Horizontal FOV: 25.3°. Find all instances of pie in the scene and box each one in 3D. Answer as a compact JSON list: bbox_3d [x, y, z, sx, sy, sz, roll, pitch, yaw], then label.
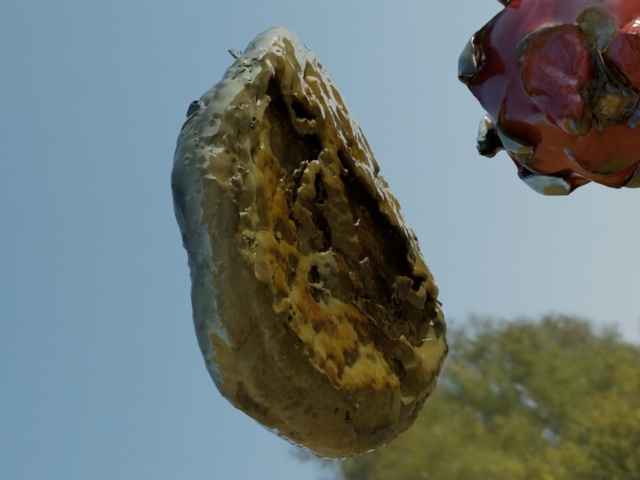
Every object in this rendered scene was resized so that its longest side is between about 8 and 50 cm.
[{"bbox_3d":[-0.001,0.000,1.034,0.339,0.077,0.339,45,-144,-48],"label":"pie"}]

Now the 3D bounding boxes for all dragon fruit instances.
[{"bbox_3d":[0.235,-0.144,1.273,0.224,0.224,0.227,-65,-22,6],"label":"dragon fruit"}]
